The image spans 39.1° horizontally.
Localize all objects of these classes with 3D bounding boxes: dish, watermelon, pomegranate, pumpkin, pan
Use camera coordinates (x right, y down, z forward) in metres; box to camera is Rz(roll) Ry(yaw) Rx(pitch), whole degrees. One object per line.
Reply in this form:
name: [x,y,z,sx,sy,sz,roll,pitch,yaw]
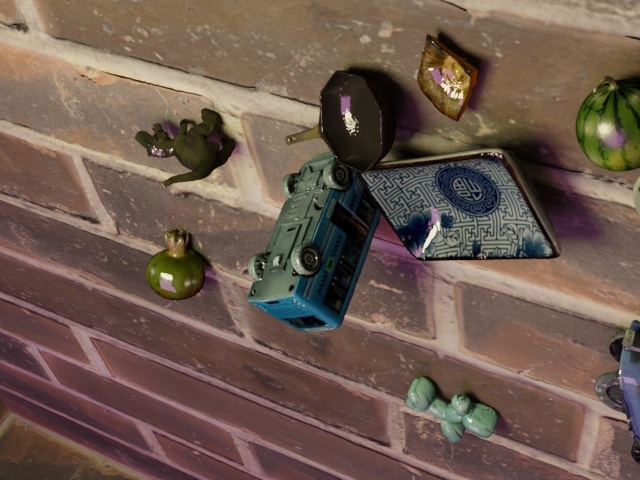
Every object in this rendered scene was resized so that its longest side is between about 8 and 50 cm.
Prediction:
dish: [0.189,-0.061,1.180,0.243,0.080,0.182,-2,134,47]
watermelon: [0.323,-0.128,0.963,0.109,0.109,0.109,22,147,16]
pomegranate: [-0.273,0.046,1.715,0.114,0.114,0.142,18,117,21]
pumpkin: [0.152,-0.198,1.075,0.073,0.035,0.101,37,153,15]
pan: [0.030,-0.168,1.193,0.202,0.048,0.128,27,126,46]

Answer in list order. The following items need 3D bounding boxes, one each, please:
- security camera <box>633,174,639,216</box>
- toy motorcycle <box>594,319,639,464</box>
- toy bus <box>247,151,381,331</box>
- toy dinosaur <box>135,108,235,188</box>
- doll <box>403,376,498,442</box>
security camera: [0.483,-0.041,0.965,0.301,0.080,0.157,4,142,53]
toy motorcycle: [0.522,0.246,1.271,0.213,0.125,0.358,2,138,36]
toy bus: [0.000,0.000,1.279,0.134,0.246,0.113,38,149,-30]
toy dinosaur: [-0.218,-0.114,1.366,0.187,0.179,0.087,4,138,41]
doll: [0.230,0.312,1.674,0.158,0.059,0.159,43,148,-20]
